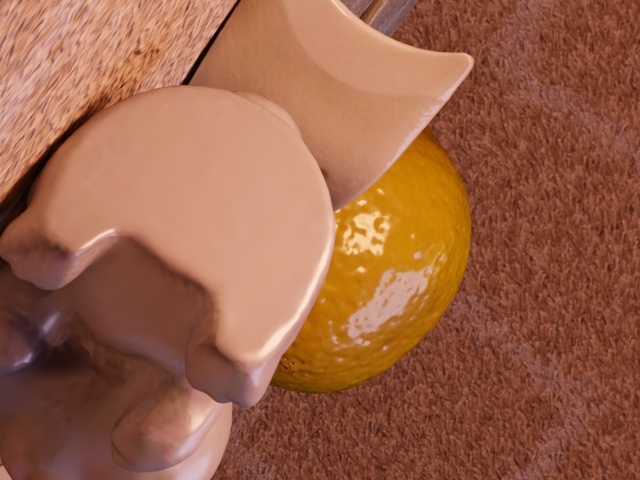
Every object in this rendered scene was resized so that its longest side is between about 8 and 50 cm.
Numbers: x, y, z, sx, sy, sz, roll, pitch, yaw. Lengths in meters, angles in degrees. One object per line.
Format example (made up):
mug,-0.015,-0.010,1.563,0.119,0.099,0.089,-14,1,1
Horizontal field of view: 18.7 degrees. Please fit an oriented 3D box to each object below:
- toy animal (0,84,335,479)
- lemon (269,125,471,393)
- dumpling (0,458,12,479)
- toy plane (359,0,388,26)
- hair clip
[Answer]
toy animal,-0.125,0.060,1.283,0.367,0.196,0.241,-57,178,42
lemon,-0.002,0.001,2.075,0.336,0.336,0.336,-53,179,-1
dumpling,-0.290,0.195,1.533,0.150,0.092,0.176,-39,-171,20
toy plane,0.021,-0.206,2.194,0.286,0.092,0.108,-53,-159,27
hair clip,-0.033,-0.097,1.523,0.282,0.172,0.113,-34,-154,56
